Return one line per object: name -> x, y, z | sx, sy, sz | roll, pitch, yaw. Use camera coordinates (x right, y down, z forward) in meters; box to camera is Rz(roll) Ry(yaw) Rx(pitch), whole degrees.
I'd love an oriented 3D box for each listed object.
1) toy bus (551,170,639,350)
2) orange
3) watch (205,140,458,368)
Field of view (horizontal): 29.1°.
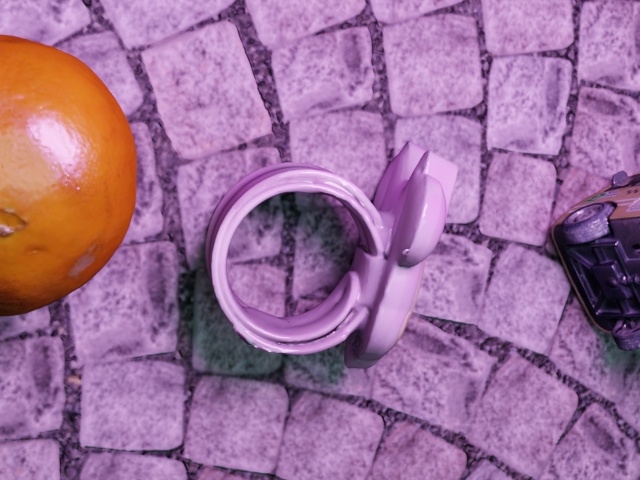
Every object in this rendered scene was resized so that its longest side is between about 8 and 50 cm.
toy bus -> 0.436, 0.006, 1.337 | 0.202, 0.365, 0.177 | -34, 105, -27
orange -> -0.296, -0.059, 1.131 | 0.261, 0.261, 0.261 | -1, 94, -20
watch -> 0.000, 0.000, 1.273 | 0.217, 0.211, 0.248 | 16, 96, -11
